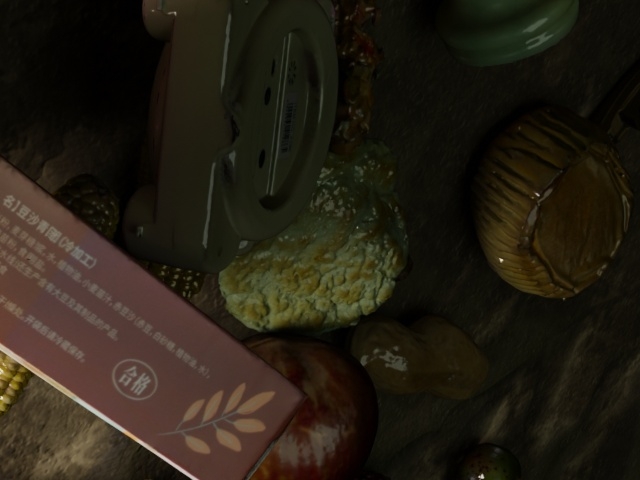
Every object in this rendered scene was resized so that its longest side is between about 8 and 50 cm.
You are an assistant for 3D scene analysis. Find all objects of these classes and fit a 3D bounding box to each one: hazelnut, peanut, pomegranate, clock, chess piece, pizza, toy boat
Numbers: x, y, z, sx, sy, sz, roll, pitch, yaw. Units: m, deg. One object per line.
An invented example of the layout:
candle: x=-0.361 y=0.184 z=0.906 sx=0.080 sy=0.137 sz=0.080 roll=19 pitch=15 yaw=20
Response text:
hazelnut: x=-0.051 y=0.204 z=1.818 sx=0.233 sy=0.218 sz=0.218 roll=-10 pitch=127 yaw=-14
peanut: x=0.127 y=0.158 z=2.035 sx=0.263 sy=0.117 sz=0.101 roll=6 pitch=152 yaw=-44
pomegranate: x=0.275 y=0.372 z=2.307 sx=0.114 sy=0.142 sz=0.115 roll=-48 pitch=145 yaw=-49
clock: x=-0.075 y=-0.124 z=1.449 sx=0.309 sy=0.114 sz=0.284 roll=-26 pitch=123 yaw=-69
chess piece: x=0.177 y=-0.358 z=1.704 sx=0.175 sy=0.175 sz=0.298 roll=-37 pitch=125 yaw=-20
pizza: x=0.035 y=-0.194 z=1.660 sx=0.147 sy=0.069 sz=0.226 roll=95 pitch=-2 yaw=-69
toy boat: x=0.453 y=-0.193 z=2.130 sx=0.200 sy=0.077 sz=0.057 roll=-47 pitch=141 yaw=-9

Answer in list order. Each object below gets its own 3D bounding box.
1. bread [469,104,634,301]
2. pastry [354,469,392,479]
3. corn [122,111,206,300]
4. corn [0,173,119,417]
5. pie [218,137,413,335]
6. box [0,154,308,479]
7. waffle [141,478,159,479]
bread: x=0.309 y=-0.050 z=2.042 sx=0.227 sy=0.142 sz=0.253 roll=-44 pitch=137 yaw=-10
pastry: x=0.037 y=0.364 z=2.092 sx=0.208 sy=0.097 sz=0.115 roll=16 pitch=116 yaw=-48
corn: x=-0.150 y=-0.069 z=1.600 sx=0.102 sy=0.102 sz=0.313 roll=-12 pitch=123 yaw=-40
corn: x=-0.300 y=0.061 z=1.546 sx=0.101 sy=0.101 sz=0.292 roll=30 pitch=91 yaw=-51
pie: x=-0.008 y=0.001 z=1.791 sx=0.257 sy=0.105 sz=0.274 roll=-26 pitch=133 yaw=-18
box: x=-0.246 y=0.028 z=1.303 sx=0.385 sy=0.344 sz=0.122 roll=41 pitch=83 yaw=-34
waffle: x=-0.221 y=0.427 z=1.843 sx=0.302 sy=0.068 sz=0.325 roll=35 pitch=102 yaw=-36
